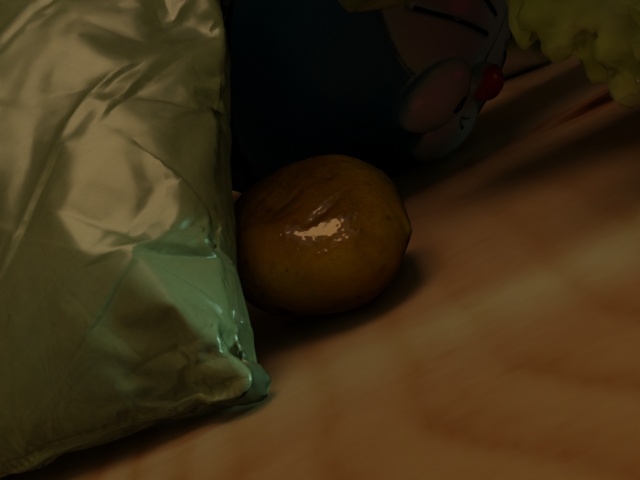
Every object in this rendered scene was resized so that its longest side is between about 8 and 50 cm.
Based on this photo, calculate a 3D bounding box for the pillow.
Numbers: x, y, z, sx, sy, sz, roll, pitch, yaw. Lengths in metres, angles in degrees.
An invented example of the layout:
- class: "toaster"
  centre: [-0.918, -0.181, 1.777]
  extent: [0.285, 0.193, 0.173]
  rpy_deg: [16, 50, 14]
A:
- class: "pillow"
  centre: [-0.157, -0.009, 0.548]
  extent: [0.280, 0.076, 0.274]
  rpy_deg: [-23, 49, 20]

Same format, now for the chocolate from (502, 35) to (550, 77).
- class: "chocolate"
  centre: [0.132, -0.213, 1.068]
  extent: [0.288, 0.137, 0.301]
  rpy_deg: [-16, 13, 47]

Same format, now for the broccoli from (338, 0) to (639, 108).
- class: "broccoli"
  centre: [0.131, -0.176, 0.533]
  extent: [0.280, 0.293, 0.348]
  rpy_deg: [-16, 51, 29]

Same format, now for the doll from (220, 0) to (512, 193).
- class: "doll"
  centre: [0.015, -0.170, 0.744]
  extent: [0.240, 0.310, 0.284]
  rpy_deg: [18, -8, 23]

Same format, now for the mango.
- class: "mango"
  centre: [0.000, 0.000, 0.515]
  extent: [0.078, 0.057, 0.114]
  rpy_deg: [-24, 17, -11]
